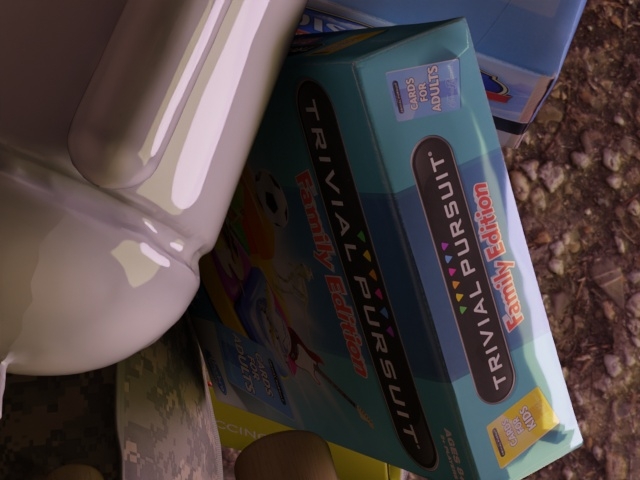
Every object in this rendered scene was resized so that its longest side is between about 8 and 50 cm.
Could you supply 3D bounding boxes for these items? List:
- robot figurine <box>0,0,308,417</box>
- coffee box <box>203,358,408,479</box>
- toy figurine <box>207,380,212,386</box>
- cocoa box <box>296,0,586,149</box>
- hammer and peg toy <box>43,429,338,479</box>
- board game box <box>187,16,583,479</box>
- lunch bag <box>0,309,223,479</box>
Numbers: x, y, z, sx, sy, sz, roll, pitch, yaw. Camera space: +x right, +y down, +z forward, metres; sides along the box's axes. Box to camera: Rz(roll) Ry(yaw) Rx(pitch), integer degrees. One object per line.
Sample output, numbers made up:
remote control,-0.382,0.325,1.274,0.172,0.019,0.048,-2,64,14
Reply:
robot figurine,-0.130,-0.082,0.807,0.300,0.200,0.353,-5,-116,67
coffee box,-0.017,0.025,1.727,0.338,0.338,0.334,92,16,-50
toy figurine,-0.138,0.118,1.344,0.362,0.191,0.217,-27,-154,54
cocoa box,0.019,-0.237,1.037,0.228,0.347,0.231,83,27,-82
hammer and peg toy,-0.146,0.254,0.904,0.266,0.361,0.127,80,-7,-47
board game box,0.000,0.000,0.972,0.336,0.079,0.254,8,-61,61
lunch bag,-0.168,0.098,1.094,0.235,0.169,0.287,63,24,-63
